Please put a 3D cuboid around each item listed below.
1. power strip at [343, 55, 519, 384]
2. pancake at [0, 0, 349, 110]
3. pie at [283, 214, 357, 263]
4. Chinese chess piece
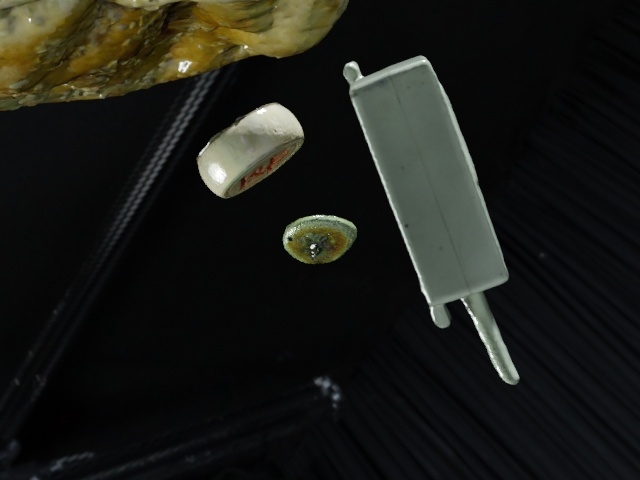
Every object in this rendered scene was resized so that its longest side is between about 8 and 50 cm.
[{"bbox_3d":[0.060,-0.009,0.452,0.042,0.175,0.075,-21,7,7],"label":"power strip"},{"bbox_3d":[-0.146,-0.160,0.688,0.387,0.082,0.387,-14,2,0],"label":"pancake"},{"bbox_3d":[-0.002,0.000,1.020,0.084,0.021,0.084,-5,-34,-3],"label":"pie"},{"bbox_3d":[-0.075,-0.096,1.025,0.122,0.051,0.122,-35,-6,-5],"label":"Chinese chess piece"}]
